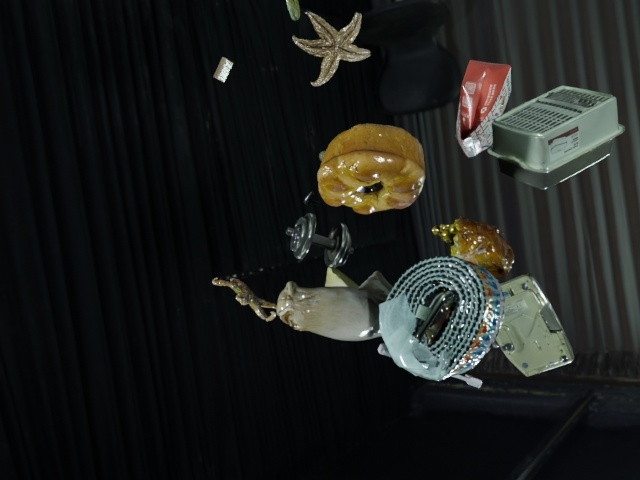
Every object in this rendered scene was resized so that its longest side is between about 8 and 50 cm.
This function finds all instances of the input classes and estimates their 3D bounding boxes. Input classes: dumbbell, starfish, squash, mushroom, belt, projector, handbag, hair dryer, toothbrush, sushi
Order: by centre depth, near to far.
[{"bbox_3d":[0.238,0.155,1.028,0.150,0.257,0.207,17,-162,-48],"label":"belt"},{"bbox_3d":[0.069,0.158,1.208,0.397,0.177,0.126,1,128,-51],"label":"mushroom"},{"bbox_3d":[0.276,0.310,1.264,0.342,0.025,0.030,24,179,-28],"label":"toothbrush"},{"bbox_3d":[0.415,0.029,1.385,0.179,0.166,0.296,-16,162,28],"label":"sushi"},{"bbox_3d":[0.578,0.249,1.474,0.194,0.269,0.088,-28,176,23],"label":"projector"},{"bbox_3d":[-0.217,0.163,1.477,0.210,0.053,0.150,28,-176,-5],"label":"starfish"},{"bbox_3d":[0.032,-0.562,1.494,0.227,0.240,0.043,26,-171,-13],"label":"starfish"},{"bbox_3d":[0.535,-0.444,1.752,0.151,0.298,0.171,20,172,25],"label":"handbag"},{"bbox_3d":[0.121,0.175,1.847,0.093,0.169,0.252,19,163,-37],"label":"squash"},{"bbox_3d":[-0.018,-0.155,1.974,0.083,0.031,0.079,16,148,-15],"label":"hair dryer"},{"bbox_3d":[0.000,0.000,2.045,0.290,0.192,0.192,17,173,-17],"label":"dumbbell"}]

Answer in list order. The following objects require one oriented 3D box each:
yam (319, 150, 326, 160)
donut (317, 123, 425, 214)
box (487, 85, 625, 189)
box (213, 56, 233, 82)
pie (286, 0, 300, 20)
[{"bbox_3d":[0.031,-0.296,1.809,0.043,0.043,0.094,-10,-170,-24],"label":"yam"},{"bbox_3d":[0.137,-0.179,1.368,0.299,0.150,0.317,22,156,-37],"label":"donut"},{"bbox_3d":[0.602,-0.269,1.326,0.291,0.166,0.220,-27,-146,-12],"label":"box"},{"bbox_3d":[-0.373,-0.655,1.971,0.024,0.083,0.053,33,-169,15],"label":"box"},{"bbox_3d":[-0.061,-0.516,1.100,0.017,0.085,0.085,-11,-179,12],"label":"pie"}]
